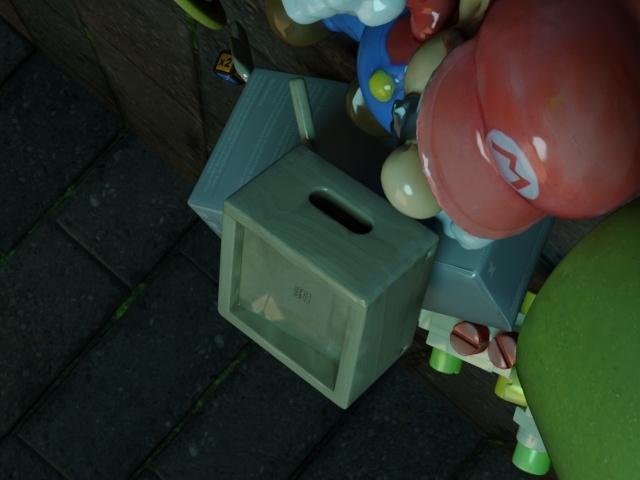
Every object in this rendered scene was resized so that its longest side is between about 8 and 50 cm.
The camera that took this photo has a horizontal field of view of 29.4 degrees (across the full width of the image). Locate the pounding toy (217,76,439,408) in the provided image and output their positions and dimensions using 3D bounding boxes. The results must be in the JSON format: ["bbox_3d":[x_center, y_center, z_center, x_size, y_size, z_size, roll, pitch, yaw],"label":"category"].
[{"bbox_3d":[0.000,0.000,0.759,0.141,0.100,0.130,36,144,21],"label":"pounding toy"}]

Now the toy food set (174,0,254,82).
[{"bbox_3d":[-0.099,-0.234,0.925,0.218,0.071,0.128,46,-165,-20],"label":"toy food set"}]

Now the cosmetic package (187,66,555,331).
[{"bbox_3d":[0.041,-0.033,0.865,0.238,0.127,0.107,17,161,28],"label":"cosmetic package"}]

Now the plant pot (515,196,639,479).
[{"bbox_3d":[0.226,0.113,0.523,0.293,0.275,0.275,47,177,39],"label":"plant pot"}]

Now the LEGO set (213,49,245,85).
[{"bbox_3d":[0.031,-0.101,1.030,0.244,0.060,0.182,23,173,3],"label":"LEGO set"}]

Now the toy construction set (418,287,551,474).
[{"bbox_3d":[0.148,0.079,0.996,0.327,0.151,0.215,38,-156,26],"label":"toy construction set"}]

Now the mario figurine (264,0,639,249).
[{"bbox_3d":[0.048,-0.073,0.646,0.198,0.170,0.320,8,-167,-20],"label":"mario figurine"}]
